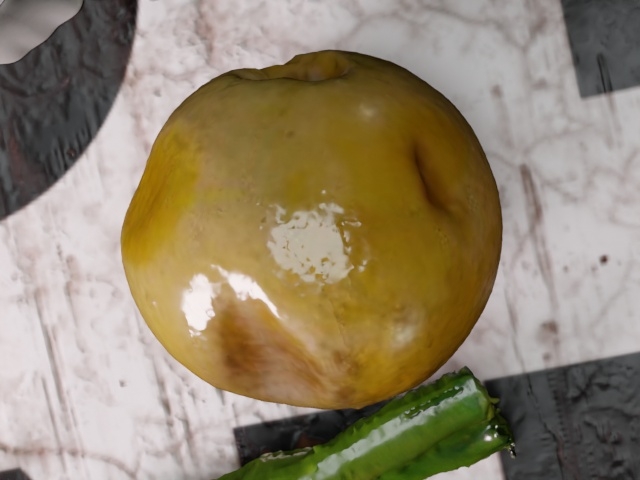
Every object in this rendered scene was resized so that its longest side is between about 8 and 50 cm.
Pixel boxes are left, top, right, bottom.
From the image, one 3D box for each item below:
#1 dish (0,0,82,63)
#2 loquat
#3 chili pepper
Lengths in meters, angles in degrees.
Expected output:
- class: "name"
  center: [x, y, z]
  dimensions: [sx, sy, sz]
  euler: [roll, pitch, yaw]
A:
- class: "dish"
  center: [-0.213, -0.142, 1.092]
  dimensions: [0.137, 0.039, 0.091]
  euler: [-40, 91, 10]
- class: "loquat"
  center: [-0.005, 0.001, 1.002]
  dimensions: [0.213, 0.213, 0.213]
  euler: [1, 98, 8]
- class: "chili pepper"
  center: [-0.060, 0.155, 1.094]
  dimensions: [0.359, 0.085, 0.076]
  euler: [-18, 54, 11]
